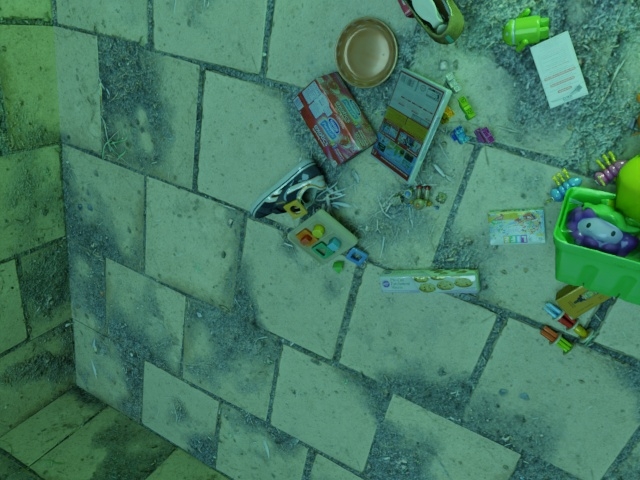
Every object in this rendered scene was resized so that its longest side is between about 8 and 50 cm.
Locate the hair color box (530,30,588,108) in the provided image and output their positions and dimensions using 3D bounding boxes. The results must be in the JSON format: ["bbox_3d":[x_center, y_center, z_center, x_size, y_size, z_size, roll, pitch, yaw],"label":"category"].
[{"bbox_3d":[0.615,-0.438,1.226,0.093,0.053,0.167,-18,99,30],"label":"hair color box"}]

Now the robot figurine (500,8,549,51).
[{"bbox_3d":[0.524,-0.538,1.223,0.115,0.067,0.101,3,83,26],"label":"robot figurine"}]

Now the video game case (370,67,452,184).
[{"bbox_3d":[0.257,-0.337,1.404,0.204,0.025,0.285,48,130,42],"label":"video game case"}]

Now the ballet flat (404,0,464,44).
[{"bbox_3d":[0.226,-0.627,1.155,0.116,0.124,0.342,-30,97,34],"label":"ballet flat"}]

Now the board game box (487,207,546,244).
[{"bbox_3d":[0.584,-0.041,1.415,0.154,0.026,0.103,-3,109,28],"label":"board game box"}]

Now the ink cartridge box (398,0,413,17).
[{"bbox_3d":[0.314,-0.753,1.207,0.306,0.131,0.226,-22,99,31],"label":"ink cartridge box"}]

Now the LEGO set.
[{"bbox_3d":[0.390,-0.352,1.365,0.087,0.093,0.227,-31,89,2],"label":"LEGO set"}]

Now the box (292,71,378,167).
[{"bbox_3d":[0.048,-0.376,1.486,0.128,0.123,0.256,-29,95,46],"label":"box"}]

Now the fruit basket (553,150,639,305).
[{"bbox_3d":[0.761,-0.049,1.104,0.392,0.283,0.392,22,138,21],"label":"fruit basket"}]

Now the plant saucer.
[{"bbox_3d":[0.139,-0.562,1.428,0.200,0.037,0.199,9,113,23],"label":"plant saucer"}]

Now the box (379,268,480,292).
[{"bbox_3d":[0.359,0.135,1.578,0.324,0.063,0.067,-2,107,28],"label":"box"}]

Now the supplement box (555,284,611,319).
[{"bbox_3d":[0.789,0.125,1.348,0.078,0.080,0.233,47,121,4],"label":"supplement box"}]

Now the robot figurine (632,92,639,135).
[{"bbox_3d":[0.847,-0.316,1.110,0.158,0.128,0.219,28,121,-1],"label":"robot figurine"}]

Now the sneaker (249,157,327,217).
[{"bbox_3d":[-0.115,-0.146,1.671,0.321,0.126,0.127,-36,85,31],"label":"sneaker"}]

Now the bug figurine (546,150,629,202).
[{"bbox_3d":[0.766,-0.102,1.271,0.279,0.072,0.216,46,123,5],"label":"bug figurine"}]

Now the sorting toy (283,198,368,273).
[{"bbox_3d":[0.000,0.000,1.646,0.348,0.047,0.196,39,132,-17],"label":"sorting toy"}]

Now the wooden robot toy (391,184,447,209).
[{"bbox_3d":[0.304,-0.129,1.491,0.173,0.079,0.076,7,113,24],"label":"wooden robot toy"}]

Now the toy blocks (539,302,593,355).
[{"bbox_3d":[0.724,0.265,1.449,0.148,0.054,0.123,39,121,8],"label":"toy blocks"}]
